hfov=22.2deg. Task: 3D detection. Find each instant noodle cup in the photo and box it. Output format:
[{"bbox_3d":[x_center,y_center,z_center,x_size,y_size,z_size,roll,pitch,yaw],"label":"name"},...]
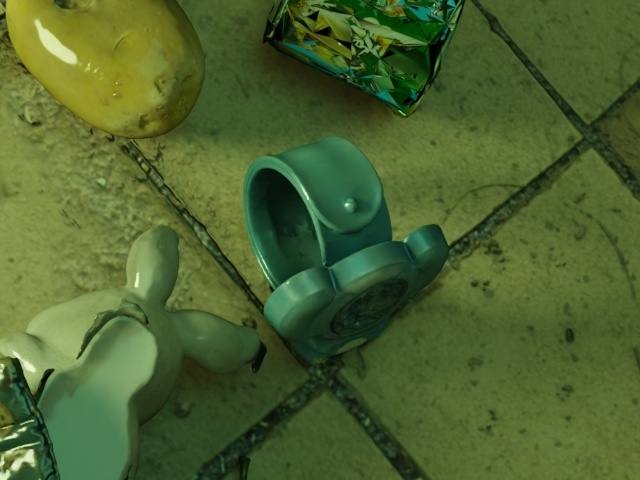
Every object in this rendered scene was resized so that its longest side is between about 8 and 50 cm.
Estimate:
[{"bbox_3d":[0.051,-0.268,1.776,0.178,0.240,0.240,20,64,-7],"label":"instant noodle cup"}]

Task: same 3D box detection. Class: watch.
[{"bbox_3d":[0.000,0.000,1.682,0.211,0.211,0.193,-19,64,-27],"label":"watch"}]

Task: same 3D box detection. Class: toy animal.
[{"bbox_3d":[-0.201,0.145,1.543,0.325,0.154,0.208,-41,99,-22],"label":"toy animal"}]

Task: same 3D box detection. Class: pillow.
[{"bbox_3d":[-0.339,0.230,1.443,0.256,0.034,0.189,-23,78,18],"label":"pillow"}]

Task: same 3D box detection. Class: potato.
[{"bbox_3d":[-0.225,-0.203,1.681,0.234,0.146,0.150,44,51,12],"label":"potato"}]

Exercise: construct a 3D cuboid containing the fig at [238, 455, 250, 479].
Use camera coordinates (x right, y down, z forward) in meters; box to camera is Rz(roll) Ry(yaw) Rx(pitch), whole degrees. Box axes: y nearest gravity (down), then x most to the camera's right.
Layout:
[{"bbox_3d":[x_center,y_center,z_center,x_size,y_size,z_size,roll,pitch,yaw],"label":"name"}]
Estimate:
[{"bbox_3d":[-0.062,0.273,1.608,0.089,0.089,0.125,-6,46,-24],"label":"fig"}]
